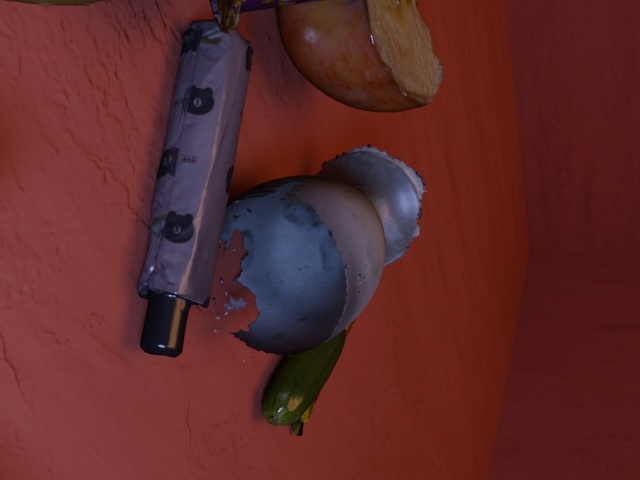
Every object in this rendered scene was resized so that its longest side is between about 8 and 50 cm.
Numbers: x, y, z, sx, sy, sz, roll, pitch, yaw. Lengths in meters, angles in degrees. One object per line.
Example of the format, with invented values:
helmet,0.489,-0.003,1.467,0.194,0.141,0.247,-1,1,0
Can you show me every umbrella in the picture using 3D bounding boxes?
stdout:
umbrella,-0.125,-0.055,0.745,0.073,0.067,0.337,23,72,-52

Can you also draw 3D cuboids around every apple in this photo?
apple,0.029,-0.294,0.957,0.251,0.163,0.292,-1,80,-59

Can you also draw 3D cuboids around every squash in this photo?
squash,-0.012,0.161,1.042,0.252,0.066,0.066,-54,141,-54

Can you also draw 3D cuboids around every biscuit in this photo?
biscuit,0.015,0.173,1.160,0.292,0.026,0.048,-59,164,-47

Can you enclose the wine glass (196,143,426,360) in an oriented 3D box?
wine glass,0.005,-0.002,0.910,0.357,0.191,0.190,-34,124,-61

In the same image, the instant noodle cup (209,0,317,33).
instant noodle cup,0.036,-0.348,0.652,0.340,0.266,0.339,177,-90,-77

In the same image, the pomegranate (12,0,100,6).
pomegranate,-0.156,-0.257,0.401,0.281,0.281,0.281,3,90,-67
